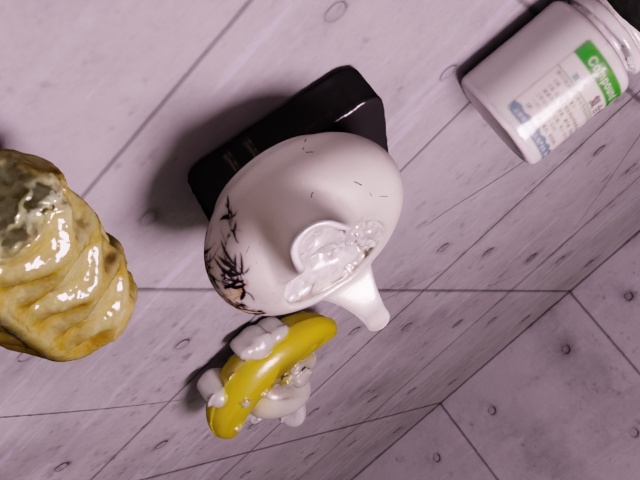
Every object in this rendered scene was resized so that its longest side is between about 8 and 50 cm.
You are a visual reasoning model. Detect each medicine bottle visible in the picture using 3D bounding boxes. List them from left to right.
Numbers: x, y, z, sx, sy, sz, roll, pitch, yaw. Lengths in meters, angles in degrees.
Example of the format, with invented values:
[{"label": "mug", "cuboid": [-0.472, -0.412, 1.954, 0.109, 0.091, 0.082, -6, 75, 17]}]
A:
[{"label": "medicine bottle", "cuboid": [0.293, -0.210, 1.135, 0.237, 0.139, 0.139, -40, 159, 5]}]

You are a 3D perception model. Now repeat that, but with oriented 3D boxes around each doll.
[{"label": "doll", "cuboid": [-0.078, 0.206, 1.459, 0.252, 0.111, 0.237, -6, 128, -52]}]

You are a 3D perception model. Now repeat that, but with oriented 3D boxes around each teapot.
[{"label": "teapot", "cuboid": [0.000, 0.000, 0.946, 0.208, 0.166, 0.300, -49, 148, -3]}]

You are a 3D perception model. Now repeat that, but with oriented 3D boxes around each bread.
[{"label": "bread", "cuboid": [-0.240, 0.021, 0.789, 0.152, 0.130, 0.268, -1, 159, 6]}]

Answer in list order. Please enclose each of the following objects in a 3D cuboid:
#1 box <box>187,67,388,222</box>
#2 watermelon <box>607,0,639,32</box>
[{"label": "box", "cuboid": [-0.018, -0.043, 1.103, 0.211, 0.058, 0.350, -32, 159, -7]}, {"label": "watermelon", "cuboid": [0.365, -0.306, 0.855, 0.278, 0.279, 0.359, -37, 165, 0]}]
